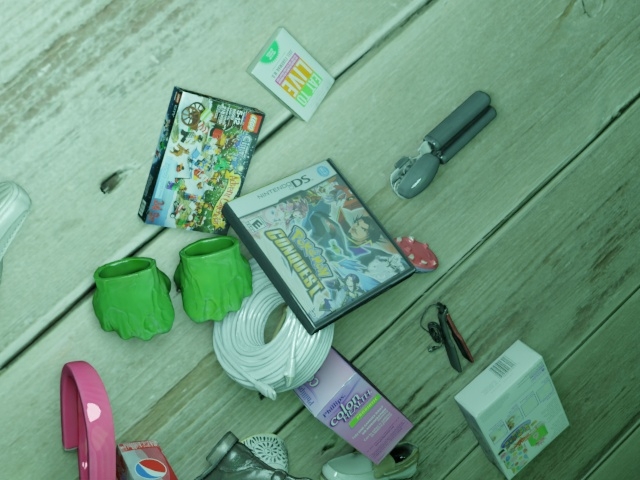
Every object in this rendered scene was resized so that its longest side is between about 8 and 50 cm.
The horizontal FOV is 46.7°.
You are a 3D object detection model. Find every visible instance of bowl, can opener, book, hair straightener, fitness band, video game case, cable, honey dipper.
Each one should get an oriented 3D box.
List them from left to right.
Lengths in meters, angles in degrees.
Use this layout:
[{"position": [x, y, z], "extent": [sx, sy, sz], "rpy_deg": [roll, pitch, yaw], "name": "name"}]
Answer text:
[{"position": [-0.403, 0.344, 1.279], "extent": [0.054, 0.209, 0.291], "rpy_deg": [-7, 116, -28], "name": "fitness band"}, {"position": [-0.129, 0.515, 1.618], "extent": [0.170, 0.080, 0.170], "rpy_deg": [-14, 120, -27], "name": "bowl"}, {"position": [-0.100, 0.205, 1.518], "extent": [0.030, 0.030, 0.161], "rpy_deg": [18, 99, -37], "name": "honey dipper"}, {"position": [-0.086, 0.148, 1.354], "extent": [0.089, 0.257, 0.257], "rpy_deg": [30, 78, -44], "name": "cable"}, {"position": [-0.051, -0.290, 1.303], "extent": [0.144, 0.035, 0.096], "rpy_deg": [37, 87, -37], "name": "book"}, {"position": [0.000, 0.000, 1.314], "extent": [0.248, 0.275, 0.035], "rpy_deg": [-27, 161, -34], "name": "video game case"}, {"position": [0.295, 0.237, 1.765], "extent": [0.089, 0.047, 0.230], "rpy_deg": [-37, 127, -12], "name": "hair straightener"}, {"position": [0.259, -0.185, 1.504], "extent": [0.283, 0.095, 0.076], "rpy_deg": [-42, 129, -7], "name": "can opener"}]

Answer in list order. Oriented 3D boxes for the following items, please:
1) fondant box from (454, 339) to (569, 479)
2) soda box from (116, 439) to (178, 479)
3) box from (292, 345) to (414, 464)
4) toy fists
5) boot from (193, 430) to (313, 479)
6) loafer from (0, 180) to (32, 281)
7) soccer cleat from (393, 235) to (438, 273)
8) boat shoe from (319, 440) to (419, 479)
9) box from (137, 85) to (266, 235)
[{"position": [0.519, 0.459, 1.986], "extent": [0.238, 0.096, 0.330], "rpy_deg": [-39, 127, -10], "name": "fondant box"}, {"position": [-0.307, 0.485, 1.374], "extent": [0.083, 0.263, 0.092], "rpy_deg": [0, 113, -32], "name": "soda box"}, {"position": [0.042, 0.315, 1.540], "extent": [0.117, 0.213, 0.243], "rpy_deg": [-47, 128, -3], "name": "box"}, {"position": [-0.257, 0.087, 1.304], "extent": [0.279, 0.096, 0.142], "rpy_deg": [-15, 116, -16], "name": "toy fists"}, {"position": [-0.164, 0.547, 1.521], "extent": [0.263, 0.229, 0.091], "rpy_deg": [-55, 172, 1], "name": "boot"}, {"position": [-0.534, 0.050, 1.124], "extent": [0.319, 0.112, 0.111], "rpy_deg": [-49, 134, 8], "name": "loafer"}, {"position": [0.144, 0.043, 1.569], "extent": [0.248, 0.083, 0.095], "rpy_deg": [5, 140, -39], "name": "soccer cleat"}, {"position": [0.121, 0.531, 1.771], "extent": [0.302, 0.113, 0.103], "rpy_deg": [10, 106, -46], "name": "boat shoe"}, {"position": [-0.204, -0.131, 1.274], "extent": [0.159, 0.044, 0.233], "rpy_deg": [9, 108, -35], "name": "box"}]
